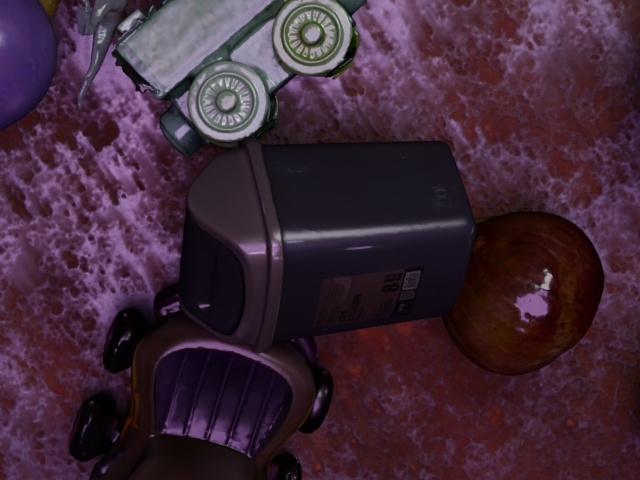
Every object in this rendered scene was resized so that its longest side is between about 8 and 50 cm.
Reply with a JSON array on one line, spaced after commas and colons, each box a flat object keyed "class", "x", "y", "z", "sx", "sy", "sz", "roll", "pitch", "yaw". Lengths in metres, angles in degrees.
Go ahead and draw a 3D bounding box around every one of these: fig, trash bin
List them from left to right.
[{"class": "trash bin", "x": 0.000, "y": 0.000, "z": 1.609, "sx": 0.290, "sy": 0.182, "sz": 0.209, "roll": -5, "pitch": 143, "yaw": -13}, {"class": "fig", "x": 0.213, "y": 0.049, "z": 1.722, "sx": 0.205, "sy": 0.205, "sz": 0.205, "roll": -1, "pitch": 103, "yaw": -3}]

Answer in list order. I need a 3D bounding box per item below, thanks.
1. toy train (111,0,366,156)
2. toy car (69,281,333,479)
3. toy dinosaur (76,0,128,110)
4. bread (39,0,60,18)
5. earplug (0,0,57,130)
[{"class": "toy train", "x": -0.080, "y": -0.216, "z": 1.659, "sx": 0.272, "sy": 0.159, "sz": 0.188, "roll": -40, "pitch": 92, "yaw": 6}, {"class": "toy car", "x": -0.133, "y": 0.225, "z": 1.707, "sx": 0.271, "sy": 0.240, "sz": 0.340, "roll": 17, "pitch": 104, "yaw": -9}, {"class": "toy dinosaur", "x": -0.226, "y": -0.262, "z": 1.639, "sx": 0.053, "sy": 0.167, "sz": 0.242, "roll": 5, "pitch": 103, "yaw": 29}, {"class": "bread", "x": -0.311, "y": -0.353, "z": 1.646, "sx": 0.161, "sy": 0.088, "sz": 0.233, "roll": 25, "pitch": 99, "yaw": -5}, {"class": "earplug", "x": -0.485, "y": -0.135, "z": 1.606, "sx": 0.456, "sy": 0.215, "sz": 0.215, "roll": -26, "pitch": 103, "yaw": 6}]
